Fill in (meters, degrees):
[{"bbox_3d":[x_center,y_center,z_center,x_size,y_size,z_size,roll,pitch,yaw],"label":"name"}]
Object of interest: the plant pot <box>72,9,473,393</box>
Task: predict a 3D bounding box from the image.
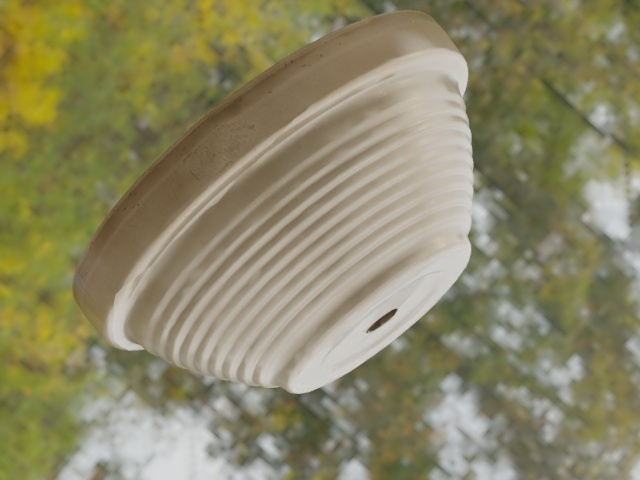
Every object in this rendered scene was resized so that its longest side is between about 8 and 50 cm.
[{"bbox_3d":[0.000,0.000,1.026,0.237,0.110,0.237,-37,165,-11],"label":"plant pot"}]
